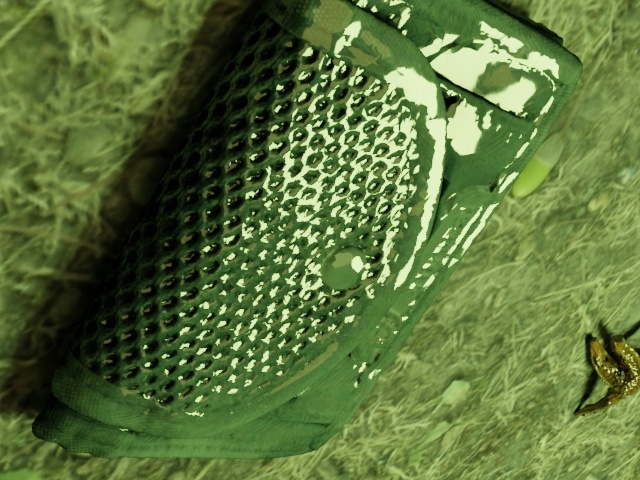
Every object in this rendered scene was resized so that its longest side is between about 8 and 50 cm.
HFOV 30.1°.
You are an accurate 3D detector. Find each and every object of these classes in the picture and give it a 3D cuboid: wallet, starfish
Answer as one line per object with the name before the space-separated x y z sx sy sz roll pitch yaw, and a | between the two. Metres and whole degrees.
wallet | 0.000 0.000 0.708 0.237 0.075 0.342 15 115 -46
starfish | 0.286 0.130 1.125 0.133 0.041 0.130 -4 129 -41
